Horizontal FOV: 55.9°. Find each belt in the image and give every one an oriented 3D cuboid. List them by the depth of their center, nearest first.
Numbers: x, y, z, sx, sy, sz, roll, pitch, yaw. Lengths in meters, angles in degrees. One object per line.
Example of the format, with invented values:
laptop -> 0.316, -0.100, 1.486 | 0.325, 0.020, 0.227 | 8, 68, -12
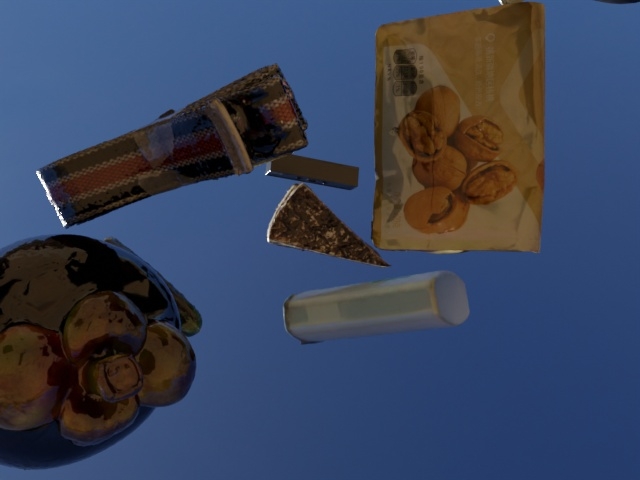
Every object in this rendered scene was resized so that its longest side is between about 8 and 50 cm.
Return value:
belt -> -0.183, -0.102, 0.716 | 0.360, 0.094, 0.126 | -15, -157, 24

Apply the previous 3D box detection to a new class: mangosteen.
mangosteen -> -0.272, 0.122, 0.654 | 0.275, 0.275, 0.302 | -32, -157, -34

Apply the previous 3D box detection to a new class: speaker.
speaker -> -0.015, -0.142, 1.243 | 0.191, 0.040, 0.046 | 8, -102, -20

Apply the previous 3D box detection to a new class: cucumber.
cucumber -> -0.292, 0.076, 0.990 | 0.241, 0.074, 0.074 | 37, -129, 4

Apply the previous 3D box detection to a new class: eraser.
eraser -> 0.102, 0.124, 1.089 | 0.189, 0.290, 0.104 | 18, -115, -58

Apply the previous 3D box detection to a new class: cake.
cake -> 0.005, 0.011, 1.188 | 0.246, 0.112, 0.135 | 42, -88, -11

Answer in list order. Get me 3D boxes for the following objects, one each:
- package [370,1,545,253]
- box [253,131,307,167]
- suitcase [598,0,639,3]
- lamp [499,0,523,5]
package -> 0.197, -0.137, 0.832 | 0.221, 0.165, 0.311 | -1, -92, 23
box -> -0.095, -0.156, 1.049 | 0.133, 0.023, 0.090 | -15, -158, 26
suitcase -> 0.239, -0.385, 0.456 | 0.345, 0.188, 0.339 | -49, -122, 4
lamp -> 0.282, -0.423, 1.025 | 0.050, 0.056, 0.198 | -26, -160, 0
